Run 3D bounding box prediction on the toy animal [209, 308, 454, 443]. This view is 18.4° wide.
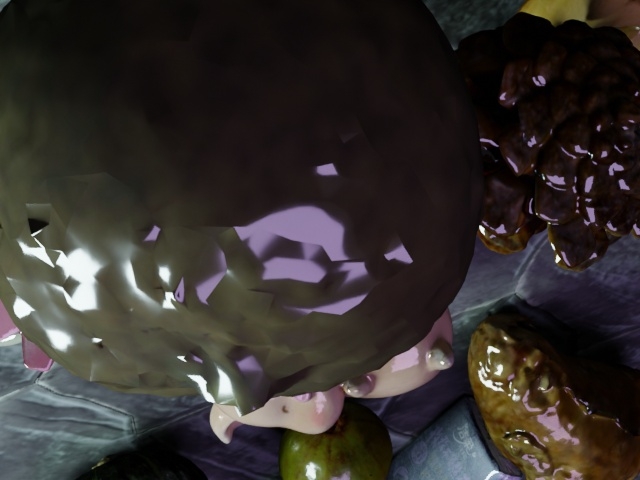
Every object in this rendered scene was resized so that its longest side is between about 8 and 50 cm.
[{"bbox_3d":[0.002,0.096,1.888,0.250,0.166,0.154,-14,-174,-5],"label":"toy animal"}]

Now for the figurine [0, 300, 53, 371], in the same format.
[{"bbox_3d":[-0.202,0.065,1.766,0.260,0.102,0.205,-18,145,9],"label":"figurine"}]

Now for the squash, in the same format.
[{"bbox_3d":[-0.201,0.298,2.042,0.193,0.155,0.193,-2,162,-1],"label":"squash"}]

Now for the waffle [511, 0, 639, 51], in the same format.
[{"bbox_3d":[0.309,-0.163,1.781,0.348,0.077,0.304,4,139,-34],"label":"waffle"}]

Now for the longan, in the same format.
[{"bbox_3d":[-0.076,-0.058,1.428,0.391,0.391,0.391,-16,145,-11],"label":"longan"}]

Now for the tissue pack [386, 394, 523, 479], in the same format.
[{"bbox_3d":[0.147,0.265,2.235,0.051,0.112,0.156,13,132,-43],"label":"tissue pack"}]

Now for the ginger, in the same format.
[{"bbox_3d":[0.273,0.191,2.157,0.165,0.172,0.321,-21,151,27],"label":"ginger"}]

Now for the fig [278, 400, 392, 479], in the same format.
[{"bbox_3d":[0.029,0.272,2.145,0.124,0.124,0.236,-21,132,-4],"label":"fig"}]

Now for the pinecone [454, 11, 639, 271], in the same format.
[{"bbox_3d":[0.187,-0.082,1.592,0.229,0.201,0.202,15,105,-34],"label":"pinecone"}]
